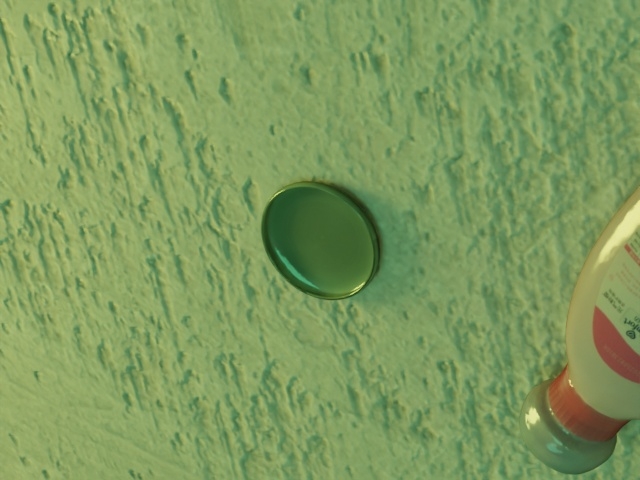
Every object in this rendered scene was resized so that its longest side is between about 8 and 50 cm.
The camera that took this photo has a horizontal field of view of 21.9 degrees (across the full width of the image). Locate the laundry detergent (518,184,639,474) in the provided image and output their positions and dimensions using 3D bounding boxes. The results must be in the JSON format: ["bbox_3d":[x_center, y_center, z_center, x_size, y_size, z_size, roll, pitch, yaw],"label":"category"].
[{"bbox_3d":[0.263,0.053,1.226,0.159,0.088,0.335,37,129,5],"label":"laundry detergent"}]

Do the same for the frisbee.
[{"bbox_3d":[0.000,0.000,1.386,0.110,0.014,0.110,14,123,23],"label":"frisbee"}]
